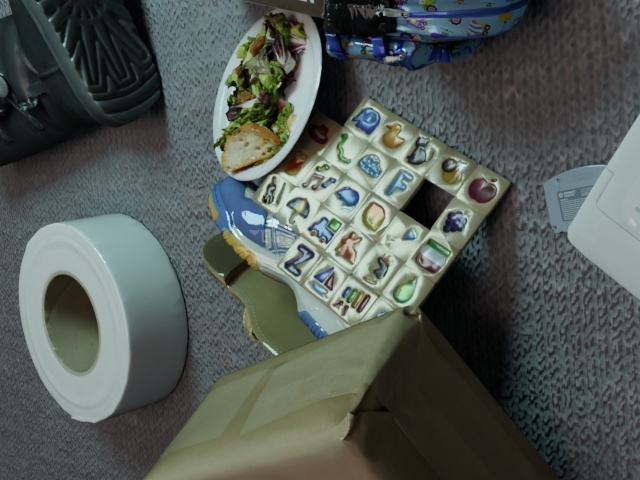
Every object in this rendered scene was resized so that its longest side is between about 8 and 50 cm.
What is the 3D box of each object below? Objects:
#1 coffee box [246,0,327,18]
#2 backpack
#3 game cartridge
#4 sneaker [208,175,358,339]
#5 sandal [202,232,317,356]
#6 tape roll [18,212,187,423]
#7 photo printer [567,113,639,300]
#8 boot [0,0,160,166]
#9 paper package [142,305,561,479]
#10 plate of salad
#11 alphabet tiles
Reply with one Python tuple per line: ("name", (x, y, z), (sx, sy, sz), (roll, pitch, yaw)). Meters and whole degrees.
("coffee box", (-0.041, -0.315, 1.021), (0.246, 0.098, 0.141), (24, 116, 40))
("backpack", (0.104, -0.214, 0.867), (0.173, 0.158, 0.117), (13, 117, 31))
("game cartridge", (0.235, -0.038, 0.867), (0.083, 0.017, 0.056), (-10, 96, 46))
("sneaker", (0.000, 0.000, 1.072), (0.296, 0.112, 0.131), (43, 107, 30))
("sandal", (-0.054, 0.084, 1.166), (0.240, 0.088, 0.079), (44, 159, 38))
("tape roll", (-0.310, 0.108, 1.396), (0.286, 0.100, 0.286), (12, 108, 43))
("photo printer", (0.354, -0.008, 0.683), (0.307, 0.107, 0.256), (43, 126, 28))
("boot", (-0.443, -0.295, 1.379), (0.445, 0.146, 0.367), (-6, 107, 49))
("paper package", (0.039, 0.254, 0.946), (0.325, 0.168, 0.309), (-26, 111, 44))
("plate of salad", (-0.069, -0.164, 1.087), (0.200, 0.048, 0.200), (-23, 60, 47))
("alphabet tiles", (0.041, -0.032, 0.991), (0.237, 0.009, 0.198), (36, 89, 35))
